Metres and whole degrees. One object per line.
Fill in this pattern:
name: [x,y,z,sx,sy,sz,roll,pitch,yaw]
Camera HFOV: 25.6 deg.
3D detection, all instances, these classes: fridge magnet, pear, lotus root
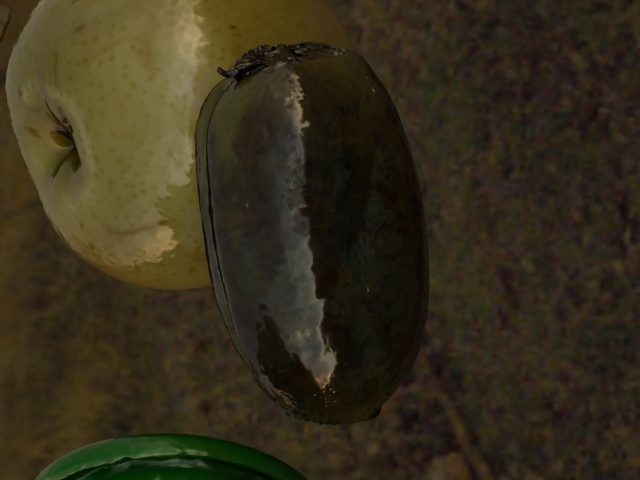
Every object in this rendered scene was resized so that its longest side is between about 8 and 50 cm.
fridge magnet: [-0.099,0.199,0.968,0.208,0.208,0.088,119,159,-46]
pear: [-0.104,-0.107,1.189,0.309,0.309,0.309,-172,90,-71]
lotus root: [0.000,0.000,0.988,0.152,0.160,0.274,27,129,60]

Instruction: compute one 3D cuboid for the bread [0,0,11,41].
bread: [-0.319,-0.205,1.323,0.062,0.043,0.109,-61,22,-9]
